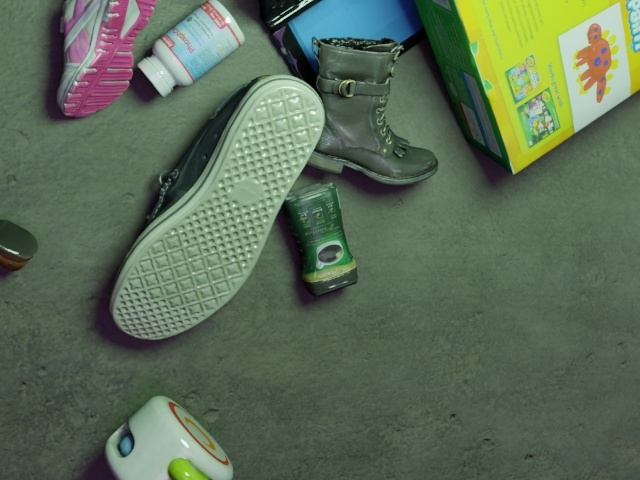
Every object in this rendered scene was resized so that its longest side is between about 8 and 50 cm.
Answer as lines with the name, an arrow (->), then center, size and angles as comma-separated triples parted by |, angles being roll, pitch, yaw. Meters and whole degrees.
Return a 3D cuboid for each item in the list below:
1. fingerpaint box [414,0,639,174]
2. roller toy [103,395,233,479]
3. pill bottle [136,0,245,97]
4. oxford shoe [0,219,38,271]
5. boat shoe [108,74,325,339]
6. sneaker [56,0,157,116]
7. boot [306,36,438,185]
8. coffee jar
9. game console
fingerpaint box -> 0.356, -0.395, 1.529 | 0.371, 0.163, 0.444 | -34, 129, -6
roller toy -> -0.253, 0.366, 1.571 | 0.146, 0.209, 0.191 | -44, 71, -3
pill bottle -> -0.204, -0.297, 1.492 | 0.160, 0.087, 0.087 | -40, 109, -5
oxford shoe -> -0.543, -0.020, 1.470 | 0.212, 0.076, 0.076 | 38, 130, -10
boat shoe -> -0.169, -0.053, 1.527 | 0.187, 0.156, 0.500 | 28, 105, -25
sneaker -> -0.341, -0.307, 1.452 | 0.103, 0.111, 0.252 | -2, 126, -56
boot -> 0.095, -0.216, 1.559 | 0.263, 0.091, 0.229 | 6, 120, -15
coffee jar -> 0.000, 0.000, 1.620 | 0.096, 0.079, 0.184 | -18, 105, -15
game console -> 0.066, -0.387, 1.513 | 0.293, 0.250, 0.173 | -36, 82, -6
